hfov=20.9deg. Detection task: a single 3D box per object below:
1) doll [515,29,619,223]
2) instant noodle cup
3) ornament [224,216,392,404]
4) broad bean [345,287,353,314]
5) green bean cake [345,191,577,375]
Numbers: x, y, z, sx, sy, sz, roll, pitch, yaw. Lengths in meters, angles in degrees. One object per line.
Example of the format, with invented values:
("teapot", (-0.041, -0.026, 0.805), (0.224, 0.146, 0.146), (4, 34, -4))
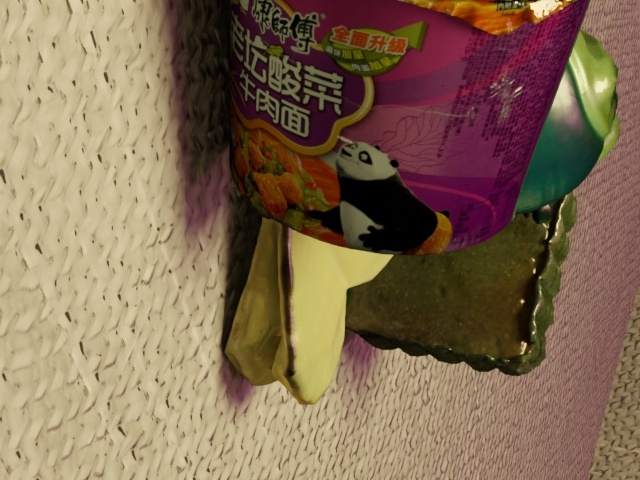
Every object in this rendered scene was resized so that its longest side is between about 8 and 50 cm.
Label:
("doll", (0.119, -0.152, 1.336), (0.322, 0.186, 0.198), (65, -3, -17))
("instant noodle cup", (0.049, -0.118, 1.097), (0.251, 0.251, 0.190), (-53, 156, -55))
("ornament", (0.000, 0.000, 1.222), (0.201, 0.059, 0.180), (-60, 149, -23))
("broad bean", (0.001, -0.020, 1.303), (0.069, 0.039, 0.227), (-56, 150, -34))
("green bean cake", (0.120, 0.015, 1.470), (0.094, 0.173, 0.181), (45, 55, -71))
